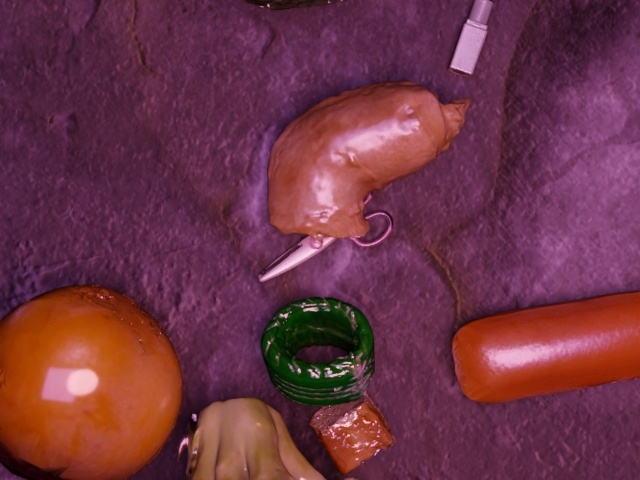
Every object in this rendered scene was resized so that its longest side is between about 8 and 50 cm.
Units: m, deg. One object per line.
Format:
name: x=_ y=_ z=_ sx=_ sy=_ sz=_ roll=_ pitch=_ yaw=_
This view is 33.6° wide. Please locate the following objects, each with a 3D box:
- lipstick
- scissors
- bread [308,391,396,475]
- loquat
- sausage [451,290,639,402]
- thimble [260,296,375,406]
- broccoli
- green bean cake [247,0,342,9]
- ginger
lipstick: x=0.189 y=-0.263 z=1.279 sx=0.030 sy=0.030 sz=0.129 roll=19 pitch=90 yaw=0
scissors: x=0.000 y=0.000 z=1.278 sx=0.176 sy=0.022 sz=0.085 roll=-33 pitch=85 yaw=-4
bread: x=0.038 y=0.224 z=1.252 sx=0.083 sy=0.077 sz=0.070 roll=-32 pitch=101 yaw=-2
loquat: x=-0.267 y=0.163 z=1.175 sx=0.235 sy=0.235 sz=0.235 roll=0 pitch=89 yaw=0
sausage: x=0.290 y=0.123 z=1.241 sx=0.274 sy=0.105 sz=0.105 roll=-10 pitch=89 yaw=-1
thimble: x=0.001 y=0.130 z=1.224 sx=0.130 sy=0.090 sz=0.118 roll=26 pitch=58 yaw=23
broccoli: x=-0.069 y=0.332 z=1.134 sx=0.334 sy=0.272 sz=0.324 roll=-25 pitch=121 yaw=39
green bean cake: x=-0.007 y=-0.327 z=1.208 sx=0.181 sy=0.173 sz=0.094 roll=-10 pitch=91 yaw=-2
ginger: x=0.046 y=-0.105 z=1.224 sx=0.267 sy=0.138 sz=0.152 roll=-40 pitch=93 yaw=3
